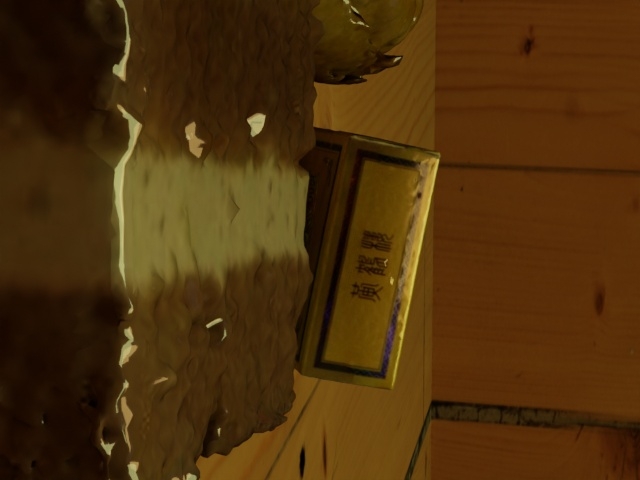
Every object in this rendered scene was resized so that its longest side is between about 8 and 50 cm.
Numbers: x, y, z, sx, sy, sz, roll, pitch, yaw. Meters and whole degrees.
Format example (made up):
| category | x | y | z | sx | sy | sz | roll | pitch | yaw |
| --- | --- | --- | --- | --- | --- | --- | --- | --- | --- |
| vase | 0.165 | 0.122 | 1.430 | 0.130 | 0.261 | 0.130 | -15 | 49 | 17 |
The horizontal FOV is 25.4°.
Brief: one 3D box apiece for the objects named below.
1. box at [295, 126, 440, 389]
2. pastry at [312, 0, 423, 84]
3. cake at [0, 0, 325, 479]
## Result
| category | x | y | z | sx | sy | sz | roll | pitch | yaw |
| --- | --- | --- | --- | --- | --- | --- | --- | --- | --- |
| box | 0.000 | 0.000 | 1.229 | 0.301 | 0.084 | 0.193 | -156 | -105 | -73 |
| pastry | -0.018 | -0.298 | 1.118 | 0.356 | 0.164 | 0.356 | -13 | 90 | -69 |
| cake | -0.136 | -0.064 | 0.540 | 0.282 | 0.256 | 0.290 | -7 | 104 | -79 |
